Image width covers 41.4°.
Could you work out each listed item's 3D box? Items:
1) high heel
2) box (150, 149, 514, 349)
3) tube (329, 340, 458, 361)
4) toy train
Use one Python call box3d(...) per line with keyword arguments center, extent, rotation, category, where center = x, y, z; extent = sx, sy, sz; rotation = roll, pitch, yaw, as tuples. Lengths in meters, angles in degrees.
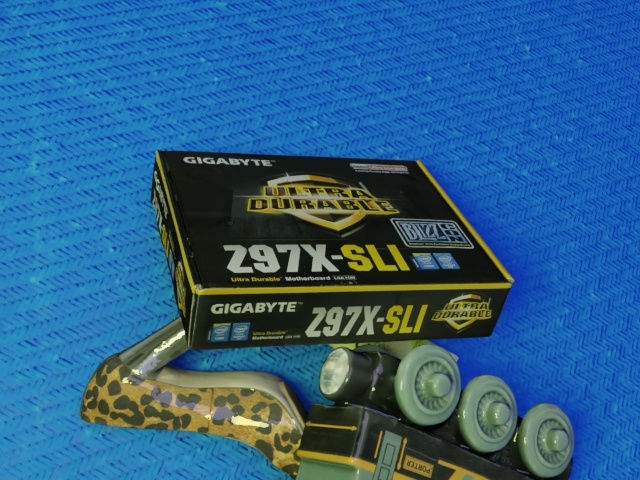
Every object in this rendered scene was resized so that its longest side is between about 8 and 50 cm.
box3d(center=(-0.112, 0.203, 0.874), extent=(0.186, 0.093, 0.261), rotation=(-34, 98, 0), category="high heel")
box3d(center=(0.000, 0.000, 0.891), extent=(0.322, 0.079, 0.257), rotation=(0, 35, -19), category="box")
box3d(center=(0.045, 0.101, 0.957), extent=(0.240, 0.062, 0.070), rotation=(36, 102, -6), category="tube")
box3d(center=(0.124, 0.227, 0.861), extent=(0.334, 0.142, 0.190), rotation=(28, 70, -29), category="toy train")
